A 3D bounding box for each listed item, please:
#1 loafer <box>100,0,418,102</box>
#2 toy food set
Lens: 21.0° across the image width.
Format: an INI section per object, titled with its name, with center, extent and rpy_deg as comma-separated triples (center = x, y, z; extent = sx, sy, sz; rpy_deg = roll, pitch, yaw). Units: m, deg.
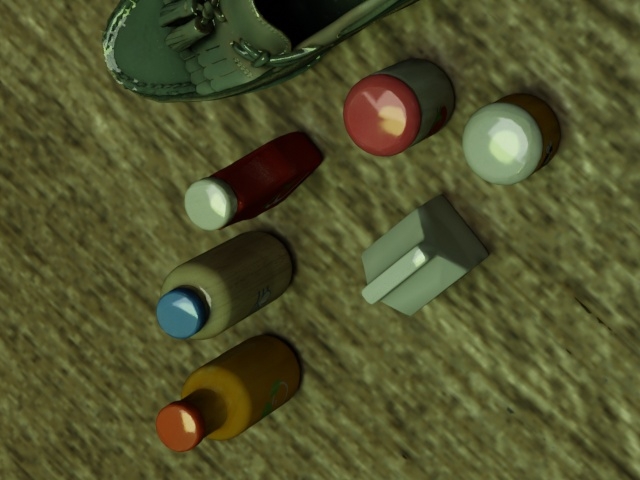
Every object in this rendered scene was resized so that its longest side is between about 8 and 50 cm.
[loafer]
center = -0.004, -0.133, 0.812
extent = 0.267, 0.084, 0.096
rpy_deg = -20, 95, 27
[toy food set]
center = 0.000, 0.000, 0.834
extent = 0.232, 0.104, 0.111
rpy_deg = -39, 86, 27
